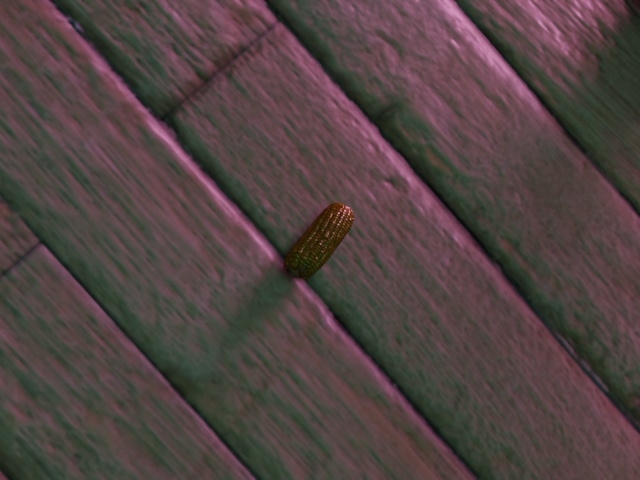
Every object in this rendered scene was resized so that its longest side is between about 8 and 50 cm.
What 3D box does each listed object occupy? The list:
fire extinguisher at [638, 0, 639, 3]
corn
[{"bbox_3d":[0.471,-0.318,1.598,0.269,0.105,0.104,-20,85,-23],"label":"fire extinguisher"},{"bbox_3d":[0.000,0.000,1.385,0.037,0.037,0.092,41,64,-8],"label":"corn"}]
